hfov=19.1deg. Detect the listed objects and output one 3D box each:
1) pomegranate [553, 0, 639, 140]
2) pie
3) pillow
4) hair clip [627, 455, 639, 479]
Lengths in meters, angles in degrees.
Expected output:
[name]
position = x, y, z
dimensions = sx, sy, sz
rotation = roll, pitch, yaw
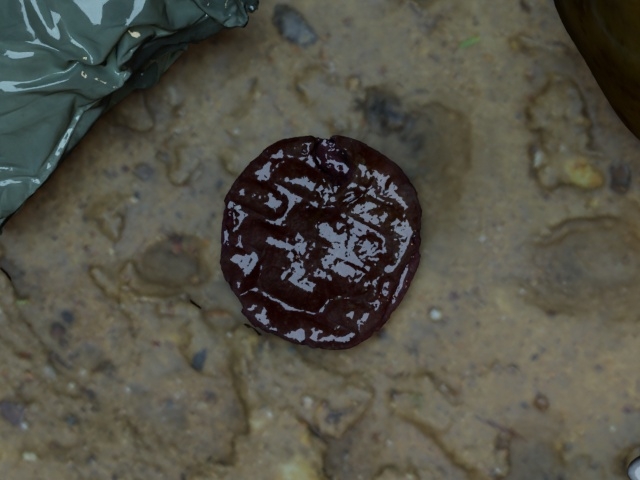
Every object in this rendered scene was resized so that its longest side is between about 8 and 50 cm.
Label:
[pomegranate]
position = 0.278, -0.169, 1.174
dimensions = 0.307, 0.307, 0.307
rotation = -1, 80, 8
[pie]
position = 0.000, 0.000, 1.315
dimensions = 0.154, 0.038, 0.153
rotation = -1, 83, 10
[pillow]
position = -0.223, -0.190, 1.330
dimensions = 0.283, 0.138, 0.310
rotation = -37, 76, 10
[hair clip]
position = 0.334, 0.241, 1.202
dimensions = 0.101, 0.085, 0.331
rotation = -44, 77, 7
